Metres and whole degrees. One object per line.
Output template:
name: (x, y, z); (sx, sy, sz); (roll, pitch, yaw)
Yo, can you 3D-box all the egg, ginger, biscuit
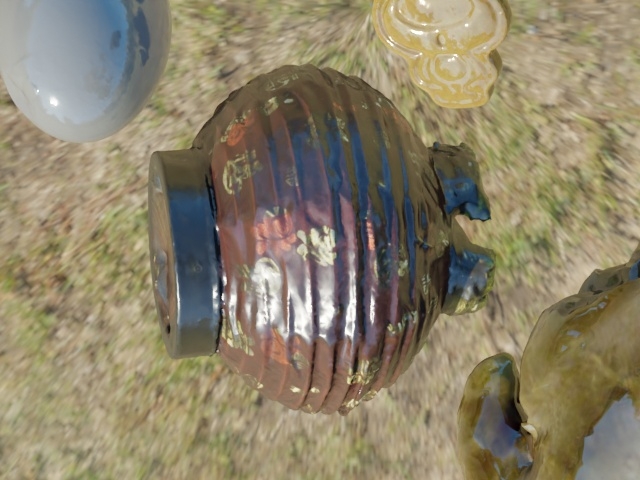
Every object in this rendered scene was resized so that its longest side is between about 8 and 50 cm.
egg: (-0.234, -0.201, 1.655); (0.176, 0.176, 0.231); (-1, 62, 2)
ginger: (0.142, 0.068, 0.700); (0.080, 0.166, 0.333); (4, 124, -39)
biscuit: (0.112, -0.232, 1.637); (0.144, 0.040, 0.236); (5, 125, 34)

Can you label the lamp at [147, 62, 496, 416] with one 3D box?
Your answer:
lamp: (0.000, 0.000, 1.141); (0.247, 0.247, 0.247); (0, 98, 2)
